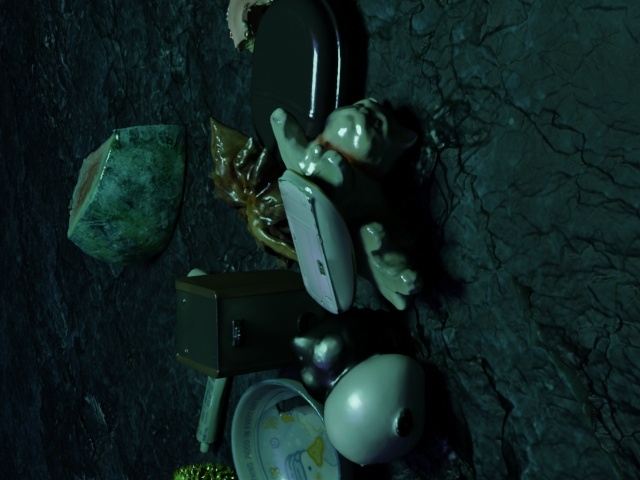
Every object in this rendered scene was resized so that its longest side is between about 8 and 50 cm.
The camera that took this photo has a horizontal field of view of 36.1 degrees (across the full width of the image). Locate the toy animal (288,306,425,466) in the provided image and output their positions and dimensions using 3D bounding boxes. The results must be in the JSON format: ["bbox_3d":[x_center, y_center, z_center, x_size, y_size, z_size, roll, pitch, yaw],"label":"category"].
[{"bbox_3d":[0.070,0.236,1.537,0.235,0.165,0.187,54,136,34],"label":"toy animal"}]

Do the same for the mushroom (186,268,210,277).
[{"bbox_3d":[-0.212,0.146,2.009,0.225,0.093,0.116,36,142,37],"label":"mushroom"}]

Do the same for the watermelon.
[{"bbox_3d":[-0.446,-0.125,2.221,0.258,0.228,0.387,57,132,48],"label":"watermelon"}]

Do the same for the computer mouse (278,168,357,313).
[{"bbox_3d":[0.000,0.000,1.488,0.126,0.056,0.245,34,145,49],"label":"computer mouse"}]

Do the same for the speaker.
[{"bbox_3d":[-0.123,0.141,1.743,0.192,0.230,0.153,8,101,54],"label":"speaker"}]

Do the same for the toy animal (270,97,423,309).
[{"bbox_3d":[0.091,-0.067,1.508,0.308,0.188,0.266,38,146,34],"label":"toy animal"}]

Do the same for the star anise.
[{"bbox_3d":[-0.099,-0.065,1.719,0.350,0.109,0.292,52,167,3],"label":"star anise"}]

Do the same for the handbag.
[{"bbox_3d":[-0.036,-0.276,1.686,0.253,0.093,0.308,25,114,51],"label":"handbag"}]

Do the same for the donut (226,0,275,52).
[{"bbox_3d":[-0.120,-0.435,1.814,0.166,0.065,0.117,-46,59,46],"label":"donut"}]

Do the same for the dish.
[{"bbox_3d":[-0.021,0.363,1.709,0.273,0.133,0.274,10,105,43],"label":"dish"}]

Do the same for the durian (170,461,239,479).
[{"bbox_3d":[-0.222,0.569,1.992,0.200,0.176,0.237,173,97,-65],"label":"durian"}]

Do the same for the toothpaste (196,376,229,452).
[{"bbox_3d":[-0.225,0.331,2.079,0.069,0.047,0.269,-127,45,-64],"label":"toothpaste"}]
